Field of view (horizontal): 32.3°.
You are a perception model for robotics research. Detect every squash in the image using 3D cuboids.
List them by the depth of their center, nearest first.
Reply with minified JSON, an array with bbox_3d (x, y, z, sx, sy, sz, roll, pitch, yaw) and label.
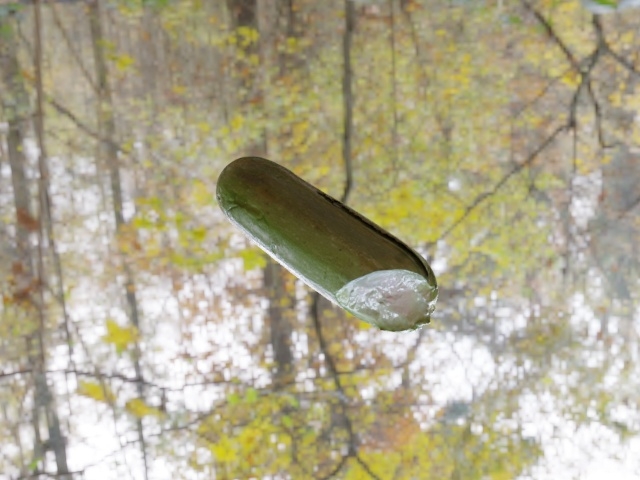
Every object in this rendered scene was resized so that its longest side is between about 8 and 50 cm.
[{"bbox_3d":[0.000,0.000,0.858,0.069,0.069,0.239,-17,-142,-41],"label":"squash"}]
